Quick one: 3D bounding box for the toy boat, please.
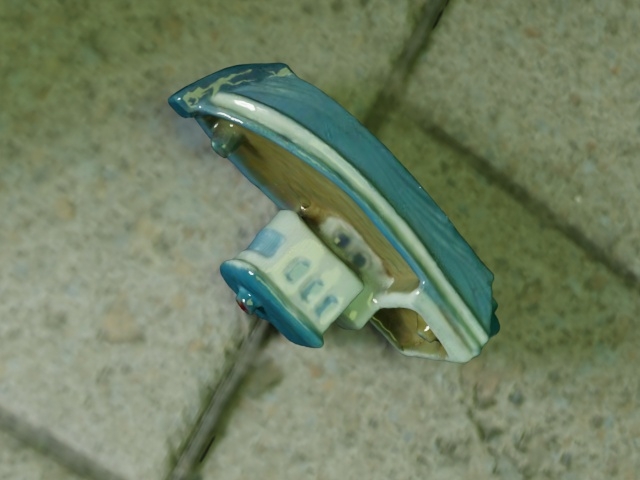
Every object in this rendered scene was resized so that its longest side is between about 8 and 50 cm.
[{"bbox_3d":[0.000,0.000,0.729,0.102,0.088,0.215,-47,108,-19],"label":"toy boat"}]
